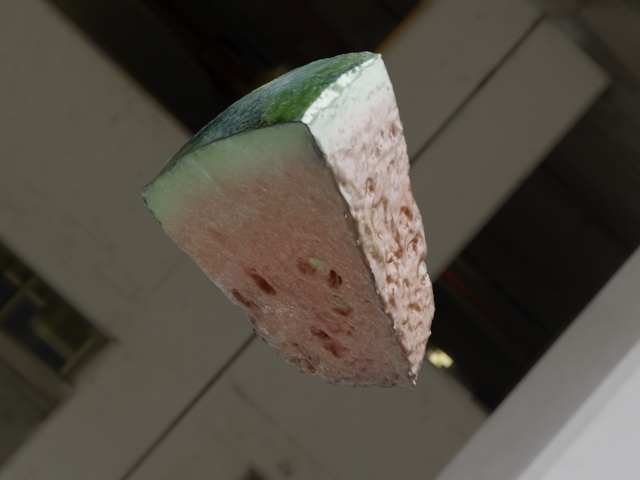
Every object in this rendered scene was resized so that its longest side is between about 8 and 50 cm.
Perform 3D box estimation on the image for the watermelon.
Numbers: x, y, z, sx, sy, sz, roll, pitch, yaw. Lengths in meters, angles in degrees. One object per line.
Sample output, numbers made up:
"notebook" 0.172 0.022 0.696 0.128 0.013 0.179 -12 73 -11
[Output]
"watermelon" 0.000 0.000 1.405 0.193 0.140 0.256 -10 -65 45
